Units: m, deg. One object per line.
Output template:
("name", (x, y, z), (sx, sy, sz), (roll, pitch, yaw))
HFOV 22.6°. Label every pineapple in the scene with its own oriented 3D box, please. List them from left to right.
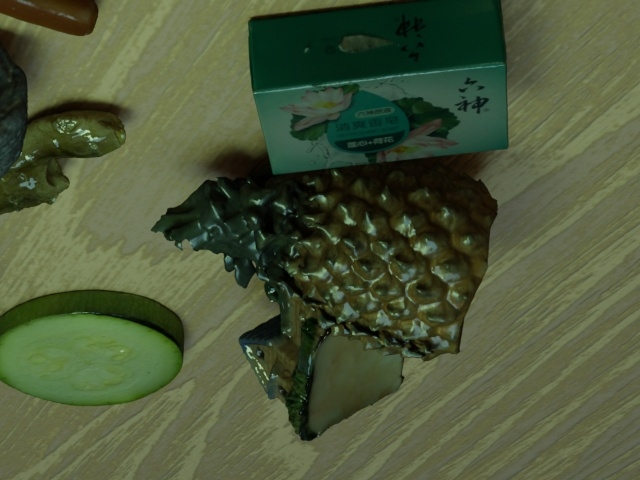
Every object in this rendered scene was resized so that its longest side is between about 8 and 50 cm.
("pineapple", (0.000, -0.001, 1.724), (0.357, 0.223, 0.223), (12, 148, -3))

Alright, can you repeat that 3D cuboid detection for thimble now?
("thimble", (-0.351, -0.123, 1.514), (0.150, 0.150, 0.098), (4, 150, -13))

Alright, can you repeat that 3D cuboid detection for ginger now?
("ginger", (-0.292, -0.083, 1.678), (0.214, 0.059, 0.133), (-13, 140, 14))

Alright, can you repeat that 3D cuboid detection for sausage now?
("sausage", (-0.263, -0.221, 1.460), (0.131, 0.039, 0.041), (15, 138, -31))

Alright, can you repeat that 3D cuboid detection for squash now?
("squash", (-0.300, 0.137, 2.066), (0.252, 0.049, 0.252), (-2, 147, -1))

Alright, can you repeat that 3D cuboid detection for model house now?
("model house", (-0.008, 0.103, 1.915), (0.166, 0.172, 0.183), (-25, 139, -31))

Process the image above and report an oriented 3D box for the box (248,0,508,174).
("box", (0.059, -0.151, 1.560), (0.245, 0.092, 0.153), (-6, 149, 5))
